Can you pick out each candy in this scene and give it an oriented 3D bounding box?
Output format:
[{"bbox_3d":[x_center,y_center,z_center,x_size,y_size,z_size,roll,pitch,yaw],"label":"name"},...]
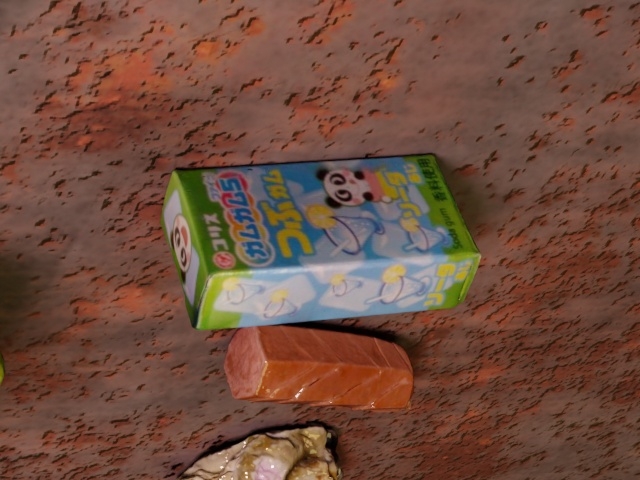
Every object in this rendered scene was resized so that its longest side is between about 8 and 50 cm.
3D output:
[{"bbox_3d":[0.000,0.000,0.971,0.194,0.097,0.062,-5,142,-21],"label":"candy"}]

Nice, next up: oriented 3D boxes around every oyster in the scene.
[{"bbox_3d":[-0.068,0.234,1.255,0.191,0.081,0.163,-39,144,29],"label":"oyster"}]

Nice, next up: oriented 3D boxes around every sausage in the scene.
[{"bbox_3d":[0.011,0.103,1.135,0.169,0.065,0.065,9,134,-35],"label":"sausage"}]

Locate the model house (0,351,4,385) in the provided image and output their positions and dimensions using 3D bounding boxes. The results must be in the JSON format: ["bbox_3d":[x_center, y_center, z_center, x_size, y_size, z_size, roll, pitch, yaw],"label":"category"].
[{"bbox_3d":[-0.349,0.098,0.842,0.303,0.215,0.237,-43,137,22],"label":"model house"}]
